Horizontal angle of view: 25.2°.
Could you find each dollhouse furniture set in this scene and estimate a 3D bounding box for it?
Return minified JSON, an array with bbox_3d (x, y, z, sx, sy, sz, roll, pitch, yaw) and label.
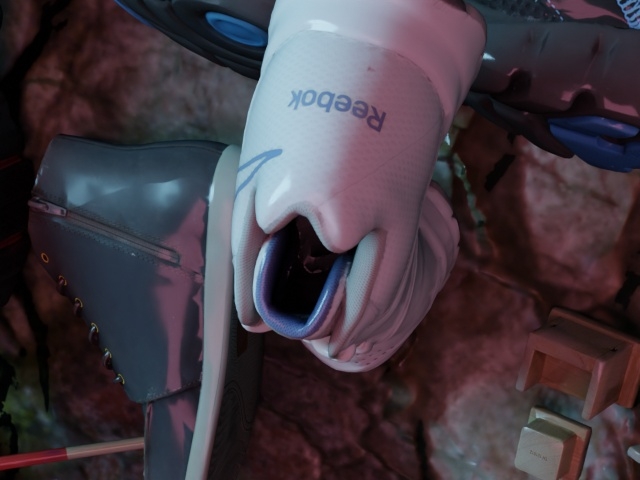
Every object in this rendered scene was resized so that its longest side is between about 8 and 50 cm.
[{"bbox_3d":[0.177,0.144,0.760,0.161,0.101,0.182,23,113,29],"label":"dollhouse furniture set"}]

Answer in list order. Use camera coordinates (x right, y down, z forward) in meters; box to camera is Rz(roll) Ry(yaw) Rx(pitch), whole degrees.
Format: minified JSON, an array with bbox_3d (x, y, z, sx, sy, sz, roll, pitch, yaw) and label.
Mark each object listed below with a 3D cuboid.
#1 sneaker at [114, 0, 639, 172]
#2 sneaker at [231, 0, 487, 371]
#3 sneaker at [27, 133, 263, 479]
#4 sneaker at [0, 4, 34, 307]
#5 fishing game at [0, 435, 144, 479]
[{"bbox_3d":[0.033,-0.139,0.684,0.341,0.125,0.139,17,82,8],"label":"sneaker"},{"bbox_3d":[0.000,0.000,0.647,0.111,0.297,0.129,16,65,11],"label":"sneaker"},{"bbox_3d":[-0.097,0.051,0.776,0.118,0.083,0.222,8,100,13],"label":"sneaker"},{"bbox_3d":[-0.238,-0.071,0.756,0.136,0.116,0.314,5,102,20],"label":"sneaker"},{"bbox_3d":[-0.102,0.237,0.835,0.189,0.041,0.264,-9,97,-6],"label":"fishing game"}]
